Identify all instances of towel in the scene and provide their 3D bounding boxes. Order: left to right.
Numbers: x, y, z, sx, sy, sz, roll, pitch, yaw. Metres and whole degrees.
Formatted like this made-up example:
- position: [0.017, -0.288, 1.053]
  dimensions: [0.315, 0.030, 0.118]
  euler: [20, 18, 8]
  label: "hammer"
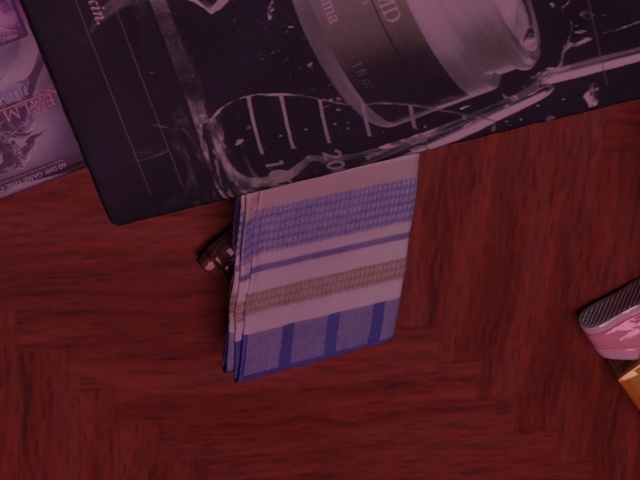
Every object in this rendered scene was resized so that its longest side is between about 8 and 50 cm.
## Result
- position: [0.000, 0.000, 1.855]
  dimensions: [0.209, 0.034, 0.285]
  euler: [-13, 125, -28]
  label: "towel"

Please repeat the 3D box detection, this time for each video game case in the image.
- position: [-0.320, -0.160, 1.705]
  dimensions: [0.196, 0.026, 0.274]
  euler: [-21, 122, -2]
  label: "video game case"

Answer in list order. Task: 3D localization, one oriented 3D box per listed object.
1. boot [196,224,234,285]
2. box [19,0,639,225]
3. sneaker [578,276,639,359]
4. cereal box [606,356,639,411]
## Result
- position: [-0.051, 0.009, 1.871]
  dimensions: [0.114, 0.037, 0.106]
  euler: [-45, 123, 8]
  label: "boot"
- position: [-0.013, -0.323, 1.479]
  dimensions: [0.472, 0.297, 0.480]
  euler: [-14, 123, 7]
  label: "box"
- position: [0.349, 0.083, 2.010]
  dimensions: [0.134, 0.051, 0.070]
  euler: [-26, 124, 5]
  label: "sneaker"
- position: [0.459, 0.129, 2.065]
  dimensions: [0.240, 0.047, 0.173]
  euler: [-36, 121, 8]
  label: "cereal box"
